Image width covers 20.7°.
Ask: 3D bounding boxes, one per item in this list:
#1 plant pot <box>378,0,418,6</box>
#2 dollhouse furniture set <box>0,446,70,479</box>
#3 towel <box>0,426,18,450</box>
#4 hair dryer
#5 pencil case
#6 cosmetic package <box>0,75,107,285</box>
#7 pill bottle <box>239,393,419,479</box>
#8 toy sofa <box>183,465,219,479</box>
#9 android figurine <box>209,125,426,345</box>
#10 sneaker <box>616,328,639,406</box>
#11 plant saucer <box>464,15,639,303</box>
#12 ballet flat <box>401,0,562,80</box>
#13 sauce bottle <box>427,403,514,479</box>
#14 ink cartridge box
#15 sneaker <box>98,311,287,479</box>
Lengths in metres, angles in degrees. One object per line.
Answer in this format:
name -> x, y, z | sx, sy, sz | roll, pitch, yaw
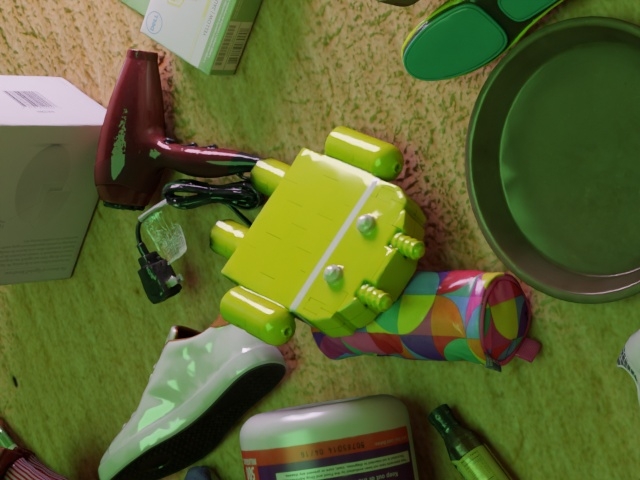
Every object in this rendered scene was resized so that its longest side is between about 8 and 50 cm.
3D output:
plant pot -> 0.132, -0.338, 1.721 | 0.237, 0.110, 0.237 | -169, 90, -72
dollhouse furniture set -> -0.362, 0.450, 2.053 | 0.201, 0.152, 0.374 | 27, 87, 7
towel -> -0.432, 0.366, 2.292 | 0.325, 0.038, 0.248 | 40, 116, 31
hair dryer -> -0.162, -0.093, 2.042 | 0.224, 0.080, 0.293 | -33, 78, 18
pencil case -> 0.103, 0.082, 1.808 | 0.236, 0.104, 0.104 | 3, 95, 39
cosmetic package -> -0.386, -0.072, 2.106 | 0.138, 0.224, 0.224 | 35, 113, 31
pill bottle -> 0.025, 0.329, 1.830 | 0.181, 0.181, 0.323 | -12, 85, 38
toy sofa -> -0.186, 0.447, 2.027 | 0.177, 0.150, 0.362 | 37, 115, 30
android figurine -> 0.000, 0.000, 1.836 | 0.273, 0.056, 0.248 | 27, 80, 46
sneaker -> 0.363, 0.177, 1.626 | 0.095, 0.090, 0.235 | -50, 59, 44
plant saucer -> 0.264, -0.078, 1.705 | 0.278, 0.041, 0.278 | 2, 93, 38
ballet flat -> 0.180, -0.235, 1.742 | 0.231, 0.077, 0.077 | -33, 110, 34
sauce bottle -> 0.158, 0.225, 1.809 | 0.042, 0.042, 0.128 | -52, 60, 29
ink cartridge box -> -0.164, -0.316, 2.025 | 0.235, 0.056, 0.171 | 34, 114, 30
sneaker -> -0.160, 0.176, 2.031 | 0.290, 0.106, 0.123 | -41, 59, 25
